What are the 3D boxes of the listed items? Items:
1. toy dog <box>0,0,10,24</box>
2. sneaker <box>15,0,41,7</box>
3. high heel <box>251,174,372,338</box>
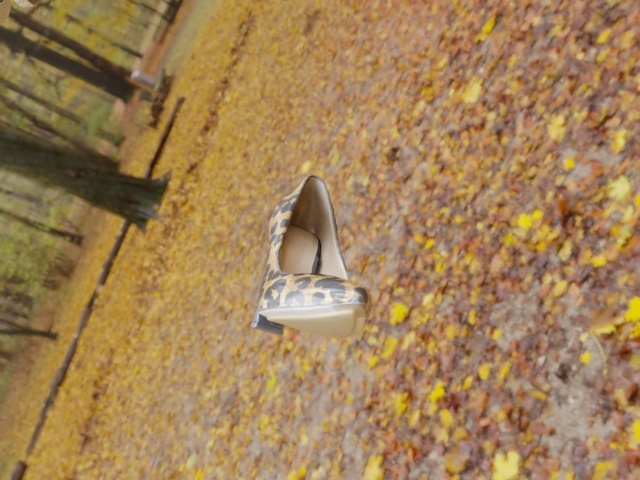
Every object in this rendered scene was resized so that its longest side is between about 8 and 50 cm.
[{"bbox_3d":[-0.623,-0.453,1.135,0.161,0.334,0.220,-55,36,44],"label":"toy dog"},{"bbox_3d":[-0.201,-0.254,0.630,0.061,0.065,0.158,66,-143,-56],"label":"sneaker"},{"bbox_3d":[0.000,0.000,0.772,0.261,0.093,0.186,-17,55,67],"label":"high heel"}]
